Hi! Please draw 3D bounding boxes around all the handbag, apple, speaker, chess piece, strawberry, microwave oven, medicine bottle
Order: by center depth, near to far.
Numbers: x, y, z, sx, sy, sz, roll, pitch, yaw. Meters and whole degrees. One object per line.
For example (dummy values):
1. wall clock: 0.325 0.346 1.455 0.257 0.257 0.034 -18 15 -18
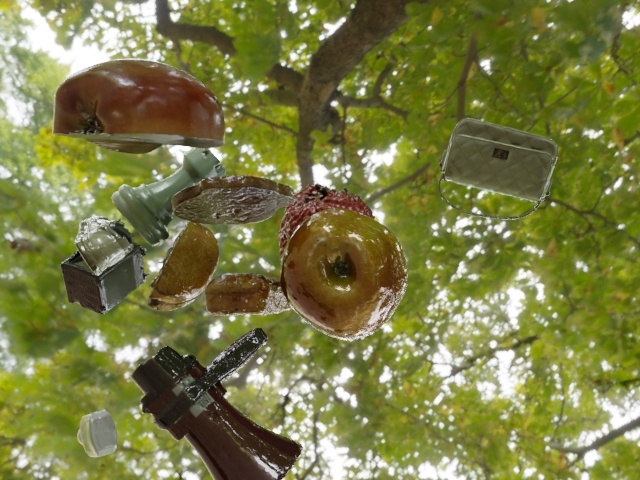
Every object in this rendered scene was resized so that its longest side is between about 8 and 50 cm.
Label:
1. speaker: -0.171 0.314 1.154 0.329 0.259 0.198 53 -5 2
2. apple: 0.042 0.074 1.368 0.302 0.301 0.301 30 -37 27
3. handbag: 0.400 -0.154 1.402 0.256 0.079 0.219 16 -74 13
4. apple: -0.420 -0.277 1.418 0.329 0.365 0.295 -42 -103 18
5. medicine bottle: -0.625 0.539 1.705 0.183 0.070 0.119 -28 -104 55
6. chess piece: -0.418 -0.145 1.737 0.194 0.299 0.194 49 -8 9
7. strawberry: 0.000 0.000 1.951 0.312 0.350 0.267 15 -5 45
8. microwave oven: -0.756 0.110 2.154 0.178 0.247 0.188 18 -57 18

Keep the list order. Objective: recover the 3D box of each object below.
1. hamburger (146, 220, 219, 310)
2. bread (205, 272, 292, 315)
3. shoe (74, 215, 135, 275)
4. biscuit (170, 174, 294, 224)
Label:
1. hamburger: -0.387 0.086 1.764 0.157 0.282 0.144 32 -25 -22
2. bread: -0.161 0.146 1.637 0.186 0.380 0.109 -5 -97 12
3. shoe: -0.467 -0.005 1.356 0.103 0.098 0.275 66 -8 -22
4. biscuit: -0.218 -0.099 1.499 0.257 0.273 0.049 -27 -113 46
